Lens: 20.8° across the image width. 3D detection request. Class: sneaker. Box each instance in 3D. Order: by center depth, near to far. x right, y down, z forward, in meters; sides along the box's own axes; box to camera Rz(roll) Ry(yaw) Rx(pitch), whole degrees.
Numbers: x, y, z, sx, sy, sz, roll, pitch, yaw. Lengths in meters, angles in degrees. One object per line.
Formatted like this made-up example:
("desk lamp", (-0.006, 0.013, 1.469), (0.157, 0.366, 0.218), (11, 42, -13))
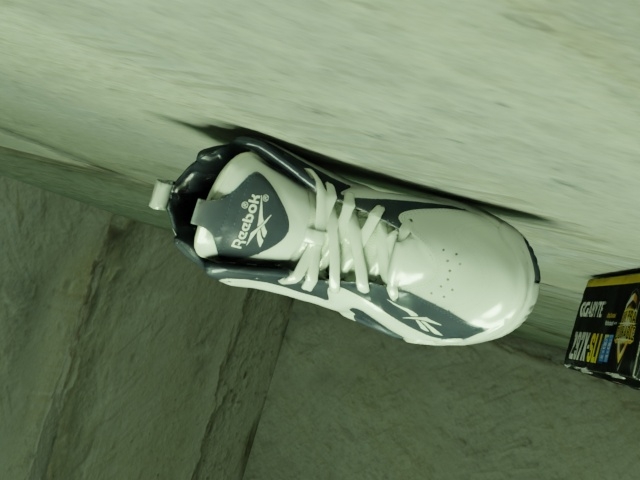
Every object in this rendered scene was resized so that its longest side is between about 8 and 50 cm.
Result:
("sneaker", (0.000, 0.000, 1.022), (0.235, 0.094, 0.153), (26, -168, 33))

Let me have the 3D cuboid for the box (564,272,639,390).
("box", (0.348, 0.101, 1.200), (0.322, 0.079, 0.257), (16, 179, 0))
